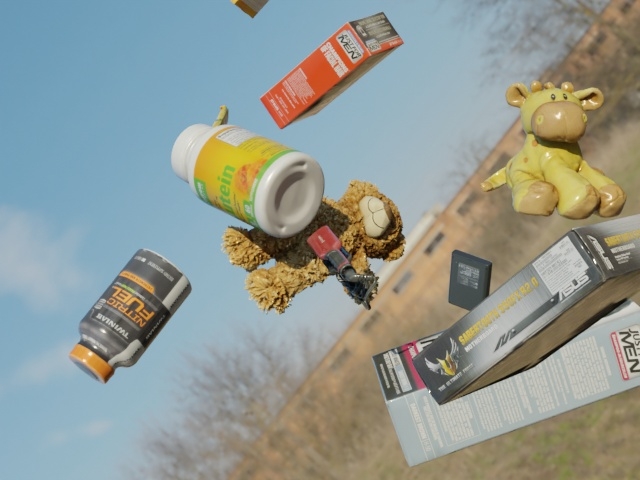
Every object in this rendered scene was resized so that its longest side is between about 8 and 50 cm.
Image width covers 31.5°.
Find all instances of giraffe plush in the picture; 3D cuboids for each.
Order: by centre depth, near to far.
[{"bbox_3d":[0.336,-0.137,1.617,0.181,0.210,0.171,-3,-71,-27],"label":"giraffe plush"}]

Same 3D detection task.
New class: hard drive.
[{"bbox_3d":[0.330,0.094,2.514,0.022,0.094,0.135,-36,-43,-45],"label":"hard drive"}]

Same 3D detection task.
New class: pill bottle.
[{"bbox_3d":[-0.123,-0.105,1.795,0.136,0.245,0.136,-24,-55,-38],"label":"pill bottle"},{"bbox_3d":[-0.359,0.145,2.105,0.246,0.130,0.130,-54,-6,-21],"label":"pill bottle"}]

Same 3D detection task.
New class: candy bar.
[{"bbox_3d":[-0.191,-0.211,2.127,0.161,0.018,0.040,-80,-8,-64],"label":"candy bar"}]

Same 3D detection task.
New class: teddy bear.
[{"bbox_3d":[0.000,0.000,1.888,0.338,0.245,0.113,-6,-37,-19],"label":"teddy bear"}]

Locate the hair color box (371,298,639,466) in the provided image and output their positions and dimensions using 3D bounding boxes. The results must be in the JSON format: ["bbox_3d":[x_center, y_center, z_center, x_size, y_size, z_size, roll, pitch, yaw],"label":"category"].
[{"bbox_3d":[0.274,0.181,1.634,0.374,0.114,0.185,-19,15,1],"label":"hair color box"}]

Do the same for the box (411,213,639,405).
[{"bbox_3d":[0.223,0.063,1.094,0.183,0.056,0.231,-12,-25,-47],"label":"box"}]

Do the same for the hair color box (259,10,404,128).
[{"bbox_3d":[0.013,-0.211,1.412,0.167,0.053,0.093,-37,-3,36],"label":"hair color box"}]

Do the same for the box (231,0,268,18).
[{"bbox_3d":[-0.083,-0.417,1.786,0.136,0.028,0.081,-48,-17,8],"label":"box"}]

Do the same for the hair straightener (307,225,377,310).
[{"bbox_3d":[0.044,0.043,1.606,0.047,0.089,0.230,-39,20,-6],"label":"hair straightener"}]
